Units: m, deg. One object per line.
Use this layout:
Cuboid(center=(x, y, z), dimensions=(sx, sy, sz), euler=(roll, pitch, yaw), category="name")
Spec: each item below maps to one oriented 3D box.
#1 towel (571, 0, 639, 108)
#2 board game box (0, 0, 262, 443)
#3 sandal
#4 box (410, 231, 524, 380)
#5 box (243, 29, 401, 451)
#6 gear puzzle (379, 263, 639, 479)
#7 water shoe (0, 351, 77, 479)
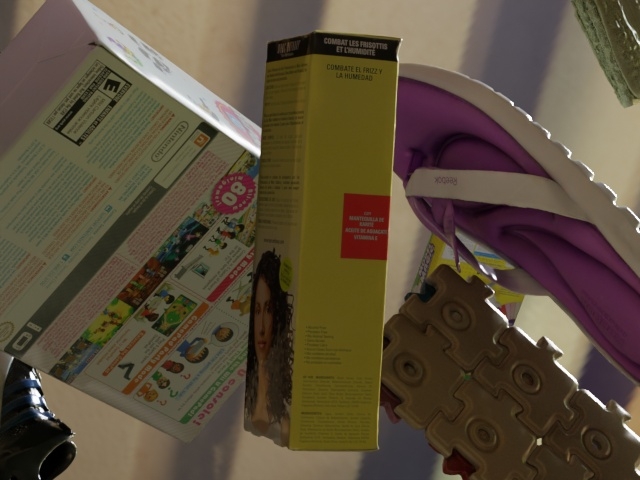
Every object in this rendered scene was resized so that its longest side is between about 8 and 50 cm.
Cuboid(center=(0.274, -0.194, 1.573), dimensions=(0.110, 0.148, 0.027), euler=(-22, -3, -44), category="towel")
Cuboid(center=(-0.139, -0.008, 1.275), dimensions=(0.224, 0.097, 0.303), euler=(-47, -48, 9), category="board game box")
Cuboid(center=(0.159, -0.012, 1.475), dimensions=(0.102, 0.416, 0.169), euler=(-32, -35, -29), category="sandal")
Cuboid(center=(0.143, 0.055, 1.723), dimensions=(0.105, 0.043, 0.179), euler=(11, -67, -17), category="box")
Cuboid(center=(0.000, 0.000, 1.006), dimensions=(0.058, 0.087, 0.232), euler=(4, -91, -21), category="box")
Cuboid(center=(0.180, 0.176, 1.452), dimensions=(0.175, 0.339, 0.044), euler=(-45, -4, -43), category="gear puzzle")
Cuboid(center=(-0.226, 0.152, 1.347), dimensions=(0.080, 0.203, 0.073), euler=(12, -53, -8), category="water shoe")
